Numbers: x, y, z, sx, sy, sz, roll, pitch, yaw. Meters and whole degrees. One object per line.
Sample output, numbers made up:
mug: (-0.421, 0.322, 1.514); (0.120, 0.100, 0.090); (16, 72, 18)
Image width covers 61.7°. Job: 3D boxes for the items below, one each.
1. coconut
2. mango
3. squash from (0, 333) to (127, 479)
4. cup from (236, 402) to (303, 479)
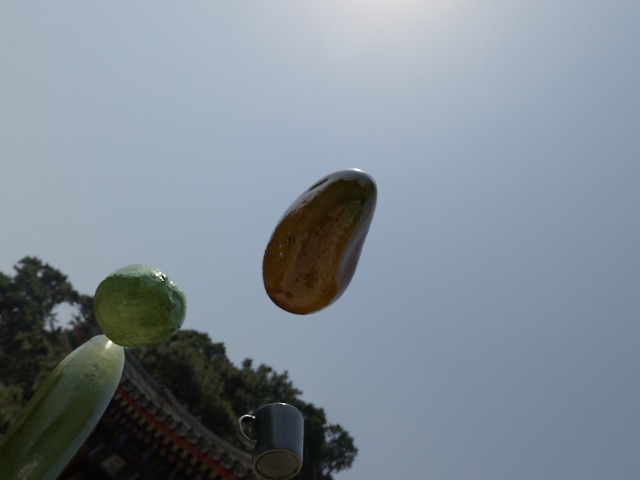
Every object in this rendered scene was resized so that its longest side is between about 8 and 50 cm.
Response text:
coconut: (-0.184, 0.066, 0.544); (0.096, 0.088, 0.087); (-4, -71, 29)
mango: (-0.002, -0.001, 0.545); (0.164, 0.089, 0.115); (-68, -160, 11)
squash: (-0.321, 0.209, 0.681); (0.095, 0.340, 0.094); (7, -57, 10)
cup: (-0.072, 0.282, 0.754); (0.100, 0.077, 0.078); (21, -64, -15)
